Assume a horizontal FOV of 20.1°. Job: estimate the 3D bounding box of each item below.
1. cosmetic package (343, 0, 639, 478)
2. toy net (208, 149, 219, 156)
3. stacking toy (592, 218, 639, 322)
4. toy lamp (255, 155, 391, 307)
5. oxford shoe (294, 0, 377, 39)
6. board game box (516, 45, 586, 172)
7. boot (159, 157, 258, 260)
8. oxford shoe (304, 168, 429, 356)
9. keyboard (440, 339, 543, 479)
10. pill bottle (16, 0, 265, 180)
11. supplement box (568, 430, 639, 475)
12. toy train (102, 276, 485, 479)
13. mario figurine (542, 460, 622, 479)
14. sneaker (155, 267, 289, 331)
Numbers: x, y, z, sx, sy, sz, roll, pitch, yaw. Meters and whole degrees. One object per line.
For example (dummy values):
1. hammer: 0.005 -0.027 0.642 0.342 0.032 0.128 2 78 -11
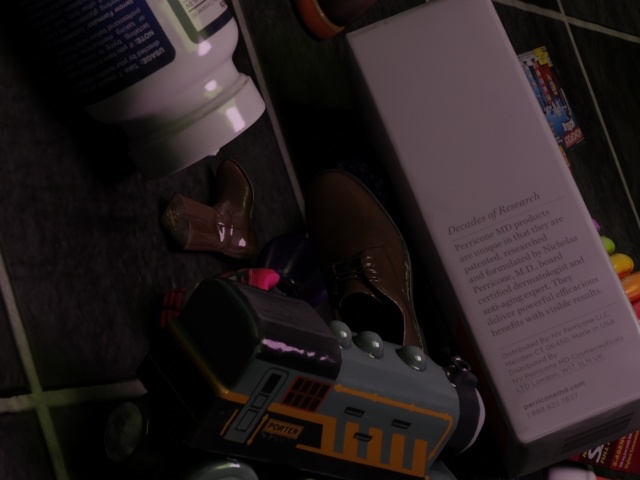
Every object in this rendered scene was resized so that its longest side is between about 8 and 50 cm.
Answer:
1. cosmetic package: 0.182 -0.005 1.858 0.230 0.161 0.453 75 -6 -72
2. toy net: -0.134 -0.194 1.706 0.122 0.045 0.232 -6 75 -62
3. stacking toy: 0.316 0.037 2.247 0.302 0.175 0.166 58 26 13
4. toy lamp: 0.000 0.000 1.762 0.080 0.080 0.275 61 28 -11
5. oxford shoe: 0.026 -0.351 2.053 0.097 0.098 0.271 34 41 -46
6. board game box: 0.282 -0.150 2.394 0.194 0.060 0.194 -23 91 -63
7. boot: -0.106 -0.035 1.649 0.114 0.037 0.106 12 57 -52
8. oxford shoe: 0.039 0.032 1.608 0.096 0.083 0.227 42 25 -69
9. keyboard: 0.164 0.238 1.890 0.201 0.033 0.317 29 42 -35
10. pill bottle: -0.164 -0.194 1.537 0.265 0.153 0.153 60 28 -13
11. supplement box: 0.344 0.197 2.080 0.239 0.073 0.130 14 91 -31
12. toy train: -0.011 0.149 1.440 0.334 0.190 0.142 19 21 -40
13. mario figurine: 0.331 0.364 2.064 0.320 0.170 0.198 5 101 -48
14. sneaker: -0.015 0.136 1.591 0.299 0.112 0.121 44 35 -38
